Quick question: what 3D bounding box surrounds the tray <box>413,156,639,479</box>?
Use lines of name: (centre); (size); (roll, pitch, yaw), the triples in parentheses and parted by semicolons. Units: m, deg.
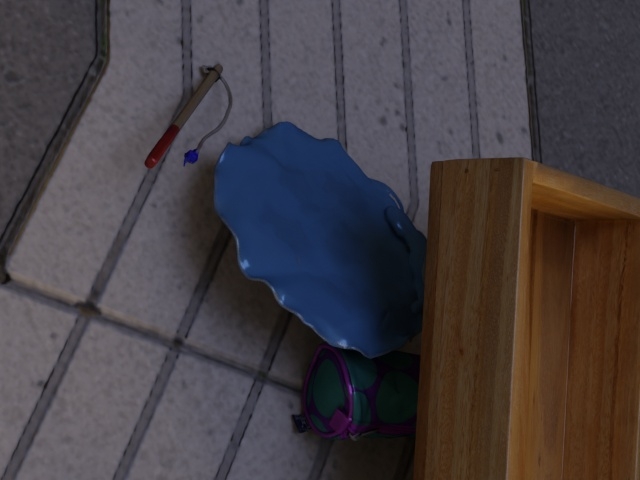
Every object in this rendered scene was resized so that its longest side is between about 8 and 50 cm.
tray: (0.136, 0.166, 1.045); (0.203, 0.076, 0.411); (12, 79, -55)

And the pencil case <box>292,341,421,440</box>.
pencil case: (0.060, 0.110, 1.091); (0.152, 0.064, 0.070); (10, 53, -35)

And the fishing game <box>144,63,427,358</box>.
fishing game: (0.000, 0.000, 1.074); (0.264, 0.041, 0.189); (40, 35, -11)
